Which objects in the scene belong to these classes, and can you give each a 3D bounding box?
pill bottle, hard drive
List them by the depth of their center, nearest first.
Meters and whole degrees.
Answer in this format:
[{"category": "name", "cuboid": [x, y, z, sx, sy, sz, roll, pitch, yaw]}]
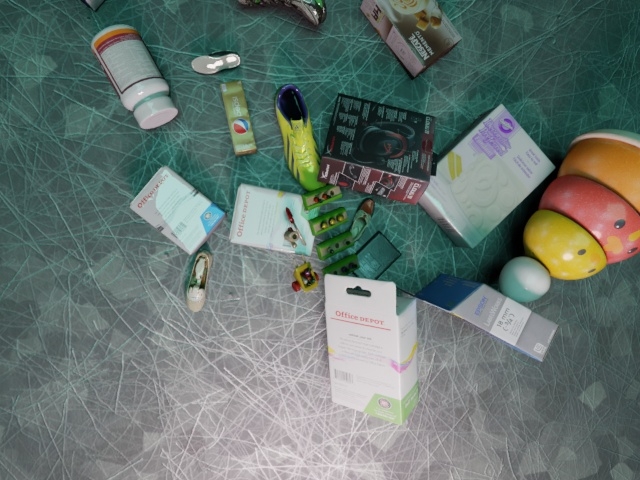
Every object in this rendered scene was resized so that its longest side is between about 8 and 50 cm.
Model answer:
[{"category": "pill bottle", "cuboid": [-0.453, -0.399, 1.021, 0.121, 0.121, 0.221, -29, 96, -6]}, {"category": "hard drive", "cuboid": [0.148, 0.052, 1.157, 0.135, 0.022, 0.094, -44, 96, -4]}]

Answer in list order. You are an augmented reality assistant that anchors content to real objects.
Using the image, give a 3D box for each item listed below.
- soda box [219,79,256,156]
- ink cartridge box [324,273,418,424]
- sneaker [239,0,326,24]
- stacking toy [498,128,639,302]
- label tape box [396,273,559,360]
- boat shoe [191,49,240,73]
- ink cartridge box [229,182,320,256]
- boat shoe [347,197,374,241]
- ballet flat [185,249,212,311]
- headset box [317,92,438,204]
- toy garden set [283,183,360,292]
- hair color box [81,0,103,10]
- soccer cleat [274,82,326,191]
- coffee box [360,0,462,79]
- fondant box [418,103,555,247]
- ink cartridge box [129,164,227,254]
[{"category": "soda box", "cuboid": [-0.213, -0.317, 1.083, 0.058, 0.061, 0.181, -12, 93, -7]}, {"category": "ink cartridge box", "cuboid": [0.129, 0.246, 1.035, 0.207, 0.119, 0.353, 5, 105, 35]}, {"category": "sneaker", "cuboid": [-0.136, -0.650, 1.064, 0.344, 0.134, 0.146, 32, 94, 2]}, {"category": "stacking toy", "cuboid": [0.660, -0.011, 1.072, 0.350, 0.350, 0.480, 44, 92, -6]}, {"category": "label tape box", "cuboid": [0.392, 0.166, 1.080, 0.334, 0.240, 0.105, 28, 88, -7]}, {"category": "boat shoe", "cuboid": [-0.274, -0.472, 1.084, 0.125, 0.038, 0.046, -13, 135, -1]}, {"category": "ink cartridge box", "cuboid": [-0.120, -0.053, 1.086, 0.213, 0.093, 0.154, 10, 90, -10]}, {"category": "boat shoe", "cuboid": [0.113, -0.056, 1.140, 0.049, 0.043, 0.137, 29, 87, -5]}, {"category": "ballet flat", "cuboid": [-0.324, 0.107, 1.084, 0.057, 0.052, 0.168, 9, 91, -7]}, {"category": "headset box", "cuboid": [0.158, -0.229, 1.053, 0.293, 0.110, 0.218, 13, 63, -1]}, {"category": "toy garden set", "cuboid": [0.000, 0.000, 1.038, 0.204, 0.049, 0.244, -25, 108, -29]}, {"category": "hair color box", "cuboid": [-0.499, -0.748, 0.980, 0.105, 0.174, 0.347, 40, 86, -5]}, {"category": "soccer cleat", "cuboid": [-0.054, -0.262, 1.074, 0.094, 0.121, 0.289, -18, 94, -7]}, {"category": "coffee box", "cuboid": [0.241, -0.585, 1.114, 0.141, 0.098, 0.246, -38, 95, -5]}, {"category": "fondant box", "cuboid": [0.441, -0.175, 1.152, 0.330, 0.096, 0.238, -44, 96, -5]}, {"category": "ink cartridge box", "cuboid": [-0.358, -0.076, 1.061, 0.191, 0.082, 0.139, 39, 86, -5]}]
